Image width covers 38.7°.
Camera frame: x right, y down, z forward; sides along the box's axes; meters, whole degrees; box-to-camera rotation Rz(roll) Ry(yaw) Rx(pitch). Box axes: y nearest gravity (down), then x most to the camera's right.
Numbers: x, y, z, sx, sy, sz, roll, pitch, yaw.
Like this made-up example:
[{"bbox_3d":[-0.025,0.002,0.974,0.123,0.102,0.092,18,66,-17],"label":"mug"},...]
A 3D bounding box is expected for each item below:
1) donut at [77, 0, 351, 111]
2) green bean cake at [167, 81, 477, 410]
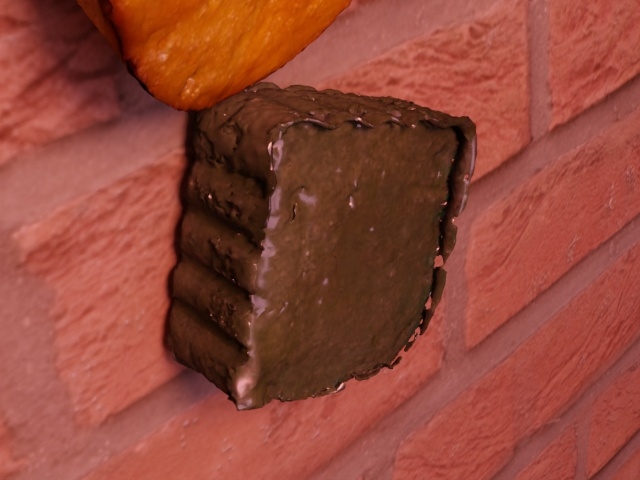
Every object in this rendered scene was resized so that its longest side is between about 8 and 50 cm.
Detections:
[{"bbox_3d":[-0.052,-0.230,0.552,0.303,0.110,0.303,-45,161,-20],"label":"donut"},{"bbox_3d":[0.000,0.000,0.766,0.241,0.132,0.255,-11,117,-44],"label":"green bean cake"}]
